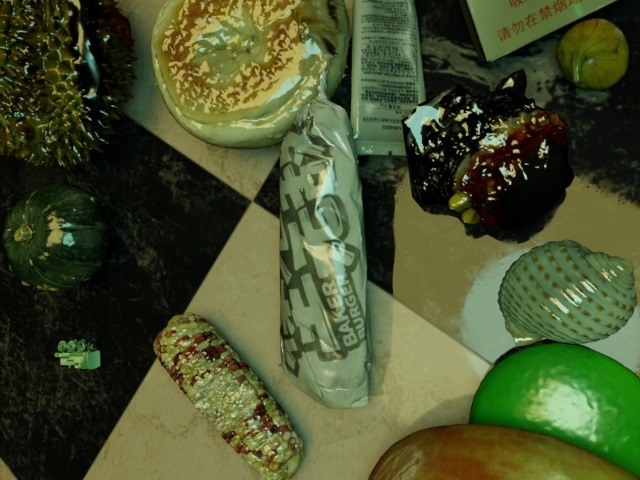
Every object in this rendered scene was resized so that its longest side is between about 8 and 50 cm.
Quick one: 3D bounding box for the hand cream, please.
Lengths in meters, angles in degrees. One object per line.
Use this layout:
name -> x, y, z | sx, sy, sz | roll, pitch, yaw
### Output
hand cream -> 0.094, -0.286, 0.725 | 0.124, 0.078, 0.341 | 0, 83, -13

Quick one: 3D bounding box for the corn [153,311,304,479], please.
corn -> -0.134, 0.225, 0.727 | 0.290, 0.098, 0.098 | 44, 99, 20

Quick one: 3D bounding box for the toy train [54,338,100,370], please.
toy train -> -0.428, 0.201, 0.880 | 0.083, 0.033, 0.053 | -7, 83, 21

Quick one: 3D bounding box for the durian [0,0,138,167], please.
durian -> -0.482, -0.322, 0.830 | 0.347, 0.347, 0.384 | -11, 67, 20

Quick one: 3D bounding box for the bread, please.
bread -> -0.097, -0.276, 0.747 | 0.305, 0.159, 0.306 | -1, 87, 16

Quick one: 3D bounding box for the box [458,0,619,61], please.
box -> 0.236, -0.403, 0.593 | 0.198, 0.084, 0.310 | -22, 112, 17

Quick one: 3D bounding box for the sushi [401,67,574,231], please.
sushi -> 0.217, -0.095, 0.606 | 0.172, 0.153, 0.150 | -28, 51, -5

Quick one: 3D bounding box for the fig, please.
fig -> 0.328, -0.228, 0.611 | 0.082, 0.098, 0.084 | 12, 107, 39

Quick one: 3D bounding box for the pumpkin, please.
pumpkin -> -0.451, -0.005, 0.858 | 0.190, 0.146, 0.190 | 7, 101, 38

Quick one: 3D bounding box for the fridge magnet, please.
fridge magnet -> 0.276, 0.221, 0.566 | 0.208, 0.088, 0.208 | -1, 87, 22

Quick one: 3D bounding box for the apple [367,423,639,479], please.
apple -> 0.162, 0.322, 0.511 | 0.346, 0.179, 0.254 | -32, 55, 38

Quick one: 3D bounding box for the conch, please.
conch -> 0.284, 0.058, 0.589 | 0.153, 0.102, 0.135 | -25, 56, 15

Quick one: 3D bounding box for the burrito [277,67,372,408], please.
burrito -> 0.000, 0.000, 0.676 | 0.139, 0.101, 0.446 | 0, 94, 43
